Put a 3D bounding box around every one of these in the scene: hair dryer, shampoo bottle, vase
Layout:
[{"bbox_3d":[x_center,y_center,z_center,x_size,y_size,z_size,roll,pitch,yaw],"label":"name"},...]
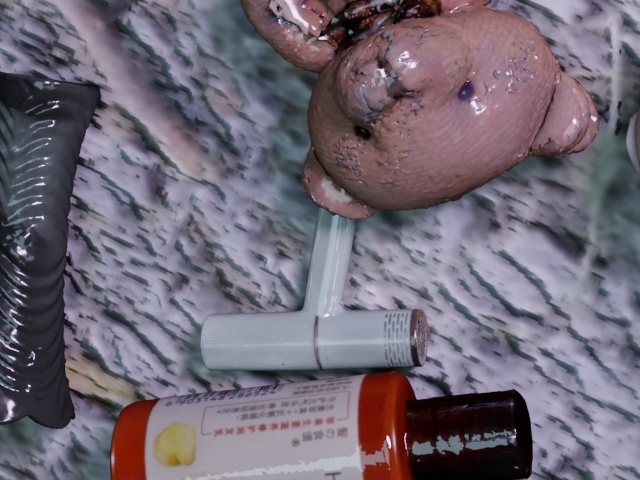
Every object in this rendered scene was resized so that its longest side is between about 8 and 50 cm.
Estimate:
[{"bbox_3d":[-0.008,-0.002,1.237,0.155,0.044,0.183,-3,90,13],"label":"hair dryer"},{"bbox_3d":[0.004,0.145,1.212,0.278,0.104,0.104,-8,94,14],"label":"shampoo bottle"},{"bbox_3d":[-0.207,0.004,1.252,0.115,0.115,0.237,10,93,12],"label":"vase"}]

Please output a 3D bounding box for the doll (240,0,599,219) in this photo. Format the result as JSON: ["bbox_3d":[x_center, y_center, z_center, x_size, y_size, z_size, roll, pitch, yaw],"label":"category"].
[{"bbox_3d":[0.036,-0.160,1.127,0.201,0.156,0.303,-21,101,15],"label":"doll"}]

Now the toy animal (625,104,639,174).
[{"bbox_3d":[0.321,-0.041,1.067,0.212,0.212,0.267,-41,58,14],"label":"toy animal"}]
